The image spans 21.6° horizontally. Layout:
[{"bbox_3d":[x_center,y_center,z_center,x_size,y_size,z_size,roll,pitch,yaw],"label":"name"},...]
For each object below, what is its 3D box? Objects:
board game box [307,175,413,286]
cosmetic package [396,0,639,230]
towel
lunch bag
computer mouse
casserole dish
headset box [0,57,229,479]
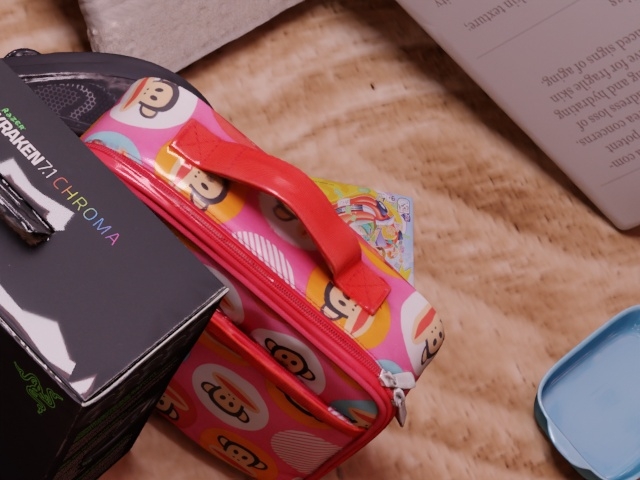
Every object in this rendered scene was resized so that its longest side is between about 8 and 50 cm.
[{"bbox_3d":[0.000,0.000,1.361,0.154,0.026,0.103,11,59,-16],"label":"board game box"},{"bbox_3d":[0.291,-0.285,1.406,0.394,0.329,0.327,44,53,-16],"label":"cosmetic package"},{"bbox_3d":[-0.099,-0.258,1.398,0.282,0.049,0.187,-33,115,-32],"label":"towel"},{"bbox_3d":[-0.061,0.028,1.169,0.293,0.258,0.120,40,55,-4],"label":"lunch bag"},{"bbox_3d":[-0.188,-0.116,1.271,0.272,0.188,0.072,15,90,-21],"label":"computer mouse"},{"bbox_3d":[0.249,0.130,1.381,0.188,0.037,0.114,-33,78,-33],"label":"casserole dish"},{"bbox_3d":[-0.216,0.035,1.098,0.246,0.283,0.131,46,55,7],"label":"headset box"}]
